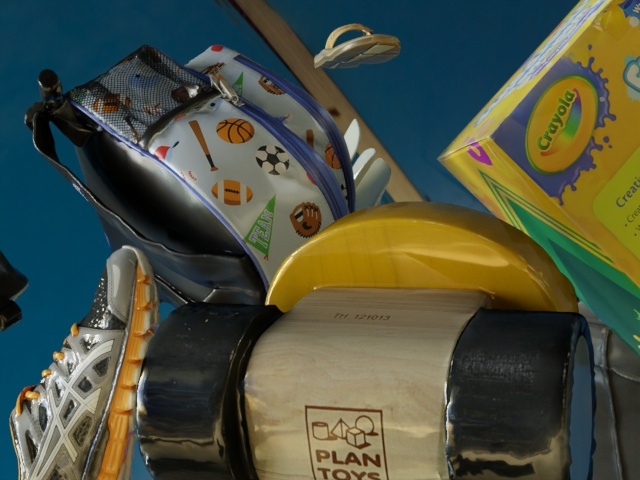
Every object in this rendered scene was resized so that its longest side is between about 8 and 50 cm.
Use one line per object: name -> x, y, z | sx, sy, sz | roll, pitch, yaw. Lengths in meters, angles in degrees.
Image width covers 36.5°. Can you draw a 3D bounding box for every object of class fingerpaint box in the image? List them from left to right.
fingerpaint box -> 0.420, -0.129, 1.087 | 0.371, 0.163, 0.445 | 43, -102, -7

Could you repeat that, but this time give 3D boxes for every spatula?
spatula -> 0.000, 0.000, 1.044 | 0.019, 0.168, 0.242 | 20, -70, -26

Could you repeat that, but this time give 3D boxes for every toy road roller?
toy road roller -> 0.063, 0.142, 0.527 | 0.203, 0.240, 0.329 | 0, -73, 23

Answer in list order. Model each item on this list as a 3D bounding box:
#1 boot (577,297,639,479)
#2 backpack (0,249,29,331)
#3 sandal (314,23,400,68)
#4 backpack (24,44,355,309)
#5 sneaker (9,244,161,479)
boot -> 0.519, 0.260, 1.378 | 0.146, 0.367, 0.445 | -36, -55, -39
backpack -> -0.445, 0.087, 0.967 | 0.191, 0.225, 0.253 | 47, -47, -4
sandal -> 0.040, -0.248, 1.227 | 0.072, 0.180, 0.049 | 0, -86, -21
backpack -> -0.085, -0.025, 0.854 | 0.213, 0.263, 0.276 | -37, -36, -17
sneaker -> -0.157, 0.105, 0.631 | 0.083, 0.084, 0.214 | 13, -99, 1
